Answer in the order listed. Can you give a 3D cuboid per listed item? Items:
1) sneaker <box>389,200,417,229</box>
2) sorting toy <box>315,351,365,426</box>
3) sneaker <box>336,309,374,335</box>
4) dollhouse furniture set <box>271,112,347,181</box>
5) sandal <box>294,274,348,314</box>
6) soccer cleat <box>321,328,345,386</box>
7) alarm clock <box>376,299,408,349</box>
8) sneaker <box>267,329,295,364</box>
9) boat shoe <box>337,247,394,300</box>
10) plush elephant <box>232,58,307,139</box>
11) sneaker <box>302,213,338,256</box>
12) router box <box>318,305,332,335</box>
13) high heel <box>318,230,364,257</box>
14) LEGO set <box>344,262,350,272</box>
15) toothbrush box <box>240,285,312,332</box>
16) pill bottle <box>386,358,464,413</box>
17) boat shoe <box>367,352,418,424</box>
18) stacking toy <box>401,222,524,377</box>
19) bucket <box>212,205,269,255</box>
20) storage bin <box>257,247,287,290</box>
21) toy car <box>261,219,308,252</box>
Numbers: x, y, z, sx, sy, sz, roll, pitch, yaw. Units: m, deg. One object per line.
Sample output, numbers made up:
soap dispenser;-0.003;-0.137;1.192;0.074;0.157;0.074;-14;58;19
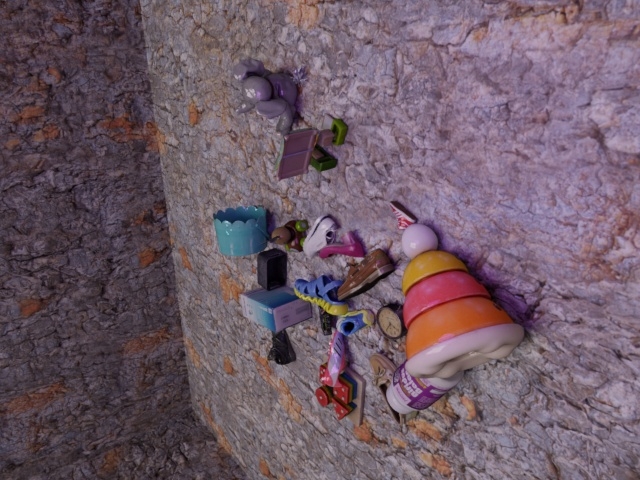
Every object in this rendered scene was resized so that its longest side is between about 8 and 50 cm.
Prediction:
sneaker;0.273;-0.081;1.618;0.118;0.042;0.067;45;132;29
sorting toy;0.077;0.686;2.131;0.257;0.089;0.255;26;124;44
sneaker;0.108;0.343;1.925;0.240;0.126;0.091;-38;73;51
dollhouse furniture set;-0.074;-0.358;1.738;0.151;0.301;0.198;45;137;29
sandal;0.008;0.210;2.024;0.317;0.126;0.138;17;102;44
soccer cleat;0.074;0.508;2.037;0.083;0.095;0.248;76;-152;-74
alarm clock;0.274;0.320;1.754;0.129;0.064;0.192;9;108;50
sneaker;-0.229;0.541;2.438;0.087;0.130;0.228;-36;73;50
boat shoe;0.161;0.133;1.805;0.307;0.110;0.104;-40;68;41
plush elephant;-0.225;-0.577;1.887;0.330;0.255;0.272;-37;74;51
sneaker;0.000;0.000;1.972;0.095;0.090;0.235;44;137;20
router box;0.020;0.348;2.083;0.092;0.038;0.122;-127;29;-76
high heel;0.084;0.055;1.897;0.244;0.082;0.117;-35;81;46
LEGO set;0.130;0.123;1.905;0.054;0.023;0.083;-54;48;45
toothbrush box;-0.216;0.313;2.258;0.295;0.216;0.126;13;113;49
pill bottle;0.349;0.486;1.635;0.169;0.169;0.301;53;138;25
boat shoe;0.271;0.574;1.836;0.285;0.089;0.104;56;141;22
stacking toy;0.360;0.149;1.434;0.350;0.350;0.480;-51;48;48
bucket;-0.385;-0.049;2.297;0.281;0.281;0.183;20;120;47
storage bin;-0.236;0.141;2.294;0.084;0.122;0.180;28;125;43
toy car;-0.162;-0.004;2.085;0.155;0.188;0.149;-14;92;54
